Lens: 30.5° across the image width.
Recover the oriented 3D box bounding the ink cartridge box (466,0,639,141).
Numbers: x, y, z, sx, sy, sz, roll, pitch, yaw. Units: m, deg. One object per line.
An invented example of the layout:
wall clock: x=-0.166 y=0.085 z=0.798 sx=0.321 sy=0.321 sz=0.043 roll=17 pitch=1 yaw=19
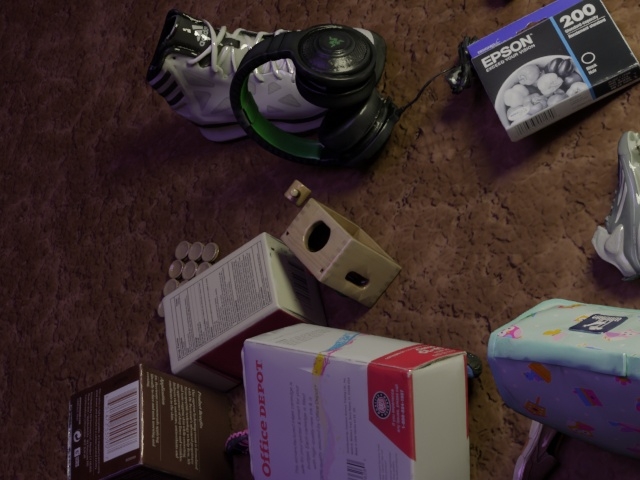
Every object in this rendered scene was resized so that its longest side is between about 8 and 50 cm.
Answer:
ink cartridge box: x=0.329 y=-0.268 z=1.697 sx=0.206 sy=0.045 sz=0.208 roll=-27 pitch=52 yaw=11

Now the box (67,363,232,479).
box: x=-0.267 y=0.320 z=1.848 sx=0.167 sy=0.203 sz=0.168 roll=-27 pitch=53 yaw=30

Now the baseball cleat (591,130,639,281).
baseball cleat: x=0.397 y=-0.045 z=1.540 sx=0.109 sy=0.072 sz=0.206 roll=-29 pitch=48 yaw=36

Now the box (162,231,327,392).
box: x=-0.123 y=0.119 z=1.879 sx=0.232 sy=0.127 sz=0.148 roll=-32 pitch=51 yaw=26

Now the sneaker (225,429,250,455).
sneaker: x=-0.098 y=0.319 z=1.817 sx=0.119 sy=0.047 sz=0.057 roll=-27 pitch=64 yaw=31

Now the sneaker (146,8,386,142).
sneaker: x=-0.123 y=-0.297 z=2.002 sx=0.447 sy=0.257 sz=0.169 roll=-12 pitch=61 yaw=37

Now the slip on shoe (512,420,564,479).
slip on shoe: x=0.281 y=0.278 z=1.494 sx=0.041 sy=0.051 sz=0.135 roll=11 pitch=70 yaw=32

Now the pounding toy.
pounding toy: x=-0.009 y=-0.006 z=1.802 sx=0.094 sy=0.181 sz=0.206 roll=-52 pitch=44 yaw=8

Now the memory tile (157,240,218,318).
memory tile: x=-0.235 y=0.072 z=2.087 sx=0.113 sy=0.012 sz=0.148 roll=2 pitch=71 yaw=42

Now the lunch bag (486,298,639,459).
lunch bag: x=0.343 y=0.157 z=1.344 sx=0.223 sy=0.262 sz=0.160 roll=6 pitch=73 yaw=44

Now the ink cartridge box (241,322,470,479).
ink cartridge box: x=0.047 y=0.246 z=1.600 sx=0.306 sy=0.131 sz=0.226 roll=7 pitch=105 yaw=45

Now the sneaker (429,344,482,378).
sneaker: x=0.136 y=0.197 z=1.654 sx=0.221 sy=0.083 sz=0.087 roll=-13 pitch=74 yaw=43

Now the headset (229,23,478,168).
headset: x=0.052 y=-0.245 z=1.862 sx=0.394 sy=0.243 sz=0.185 roll=-3 pitch=46 yaw=25
